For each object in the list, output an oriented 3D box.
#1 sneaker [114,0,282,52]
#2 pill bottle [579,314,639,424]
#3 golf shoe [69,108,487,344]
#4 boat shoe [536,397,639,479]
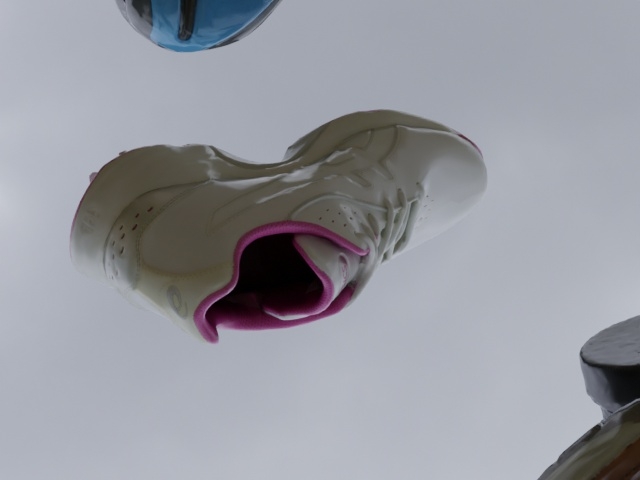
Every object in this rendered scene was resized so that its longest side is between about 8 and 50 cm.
[{"bbox_3d":[-0.080,-0.244,1.071,0.125,0.140,0.341,20,-121,-35],"label":"sneaker"},{"bbox_3d":[0.210,0.151,1.038,0.123,0.219,0.123,-15,-167,3],"label":"pill bottle"},{"bbox_3d":[0.000,0.000,1.196,0.306,0.115,0.140,-13,-142,-35],"label":"golf shoe"},{"bbox_3d":[0.119,0.180,0.690,0.122,0.324,0.120,-6,-134,-21],"label":"boat shoe"}]
